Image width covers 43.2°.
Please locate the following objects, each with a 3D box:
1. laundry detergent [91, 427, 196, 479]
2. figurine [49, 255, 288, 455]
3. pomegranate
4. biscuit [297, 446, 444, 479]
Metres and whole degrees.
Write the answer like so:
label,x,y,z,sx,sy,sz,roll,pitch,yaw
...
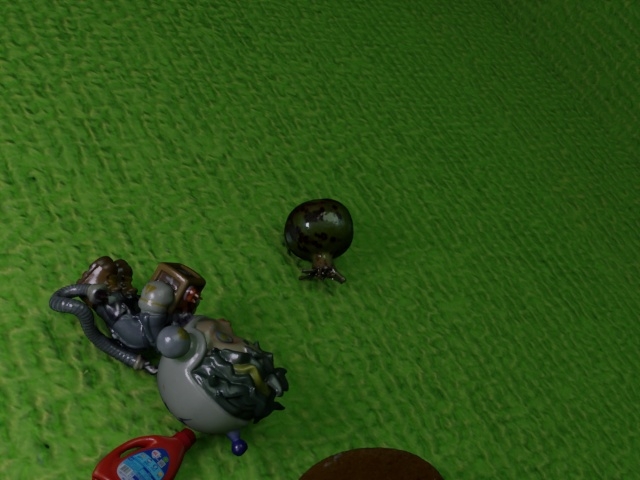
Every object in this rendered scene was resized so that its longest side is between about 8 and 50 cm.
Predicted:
label,x,y,z,sx,sy,sz,roll,pitch,yaw
laundry detergent,-0.254,0.330,1.206,0.097,0.049,0.165,40,39,14
figurine,-0.216,0.162,1.294,0.382,0.186,0.261,40,16,17
pomegranate,-0.003,-0.001,1.624,0.149,0.148,0.169,9,84,-25
biscuit,0.083,0.449,1.166,0.314,0.063,0.367,-4,32,12
